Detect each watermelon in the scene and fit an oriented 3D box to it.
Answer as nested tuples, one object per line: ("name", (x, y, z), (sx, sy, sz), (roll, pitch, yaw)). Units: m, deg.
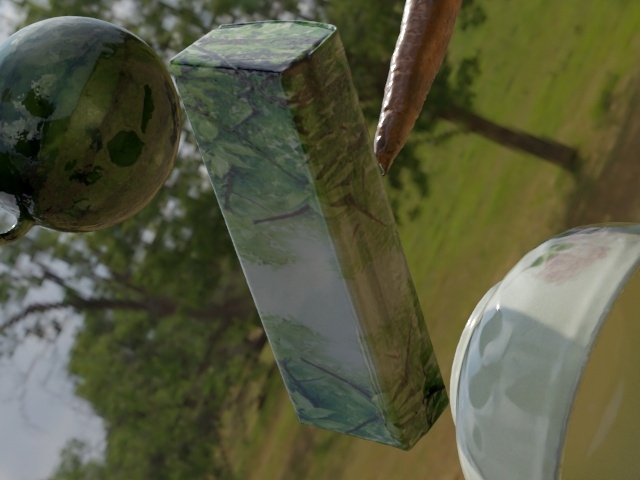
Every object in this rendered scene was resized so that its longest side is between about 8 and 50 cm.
("watermelon", (-0.220, -0.088, 1.300), (0.188, 0.188, 0.215), (97, -168, -83))

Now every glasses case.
("glasses case", (0.000, 0.000, 0.908), (0.062, 0.095, 0.272), (-43, -51, -37))

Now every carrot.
("carrot", (0.079, -0.156, 1.245), (0.057, 0.057, 0.224), (110, 178, -67))

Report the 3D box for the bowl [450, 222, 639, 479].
("bowl", (0.192, 0.108, 1.121), (0.277, 0.145, 0.277), (-20, -63, -47))
